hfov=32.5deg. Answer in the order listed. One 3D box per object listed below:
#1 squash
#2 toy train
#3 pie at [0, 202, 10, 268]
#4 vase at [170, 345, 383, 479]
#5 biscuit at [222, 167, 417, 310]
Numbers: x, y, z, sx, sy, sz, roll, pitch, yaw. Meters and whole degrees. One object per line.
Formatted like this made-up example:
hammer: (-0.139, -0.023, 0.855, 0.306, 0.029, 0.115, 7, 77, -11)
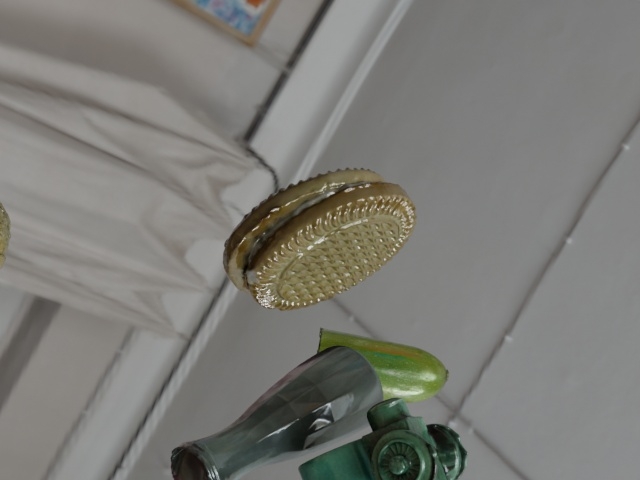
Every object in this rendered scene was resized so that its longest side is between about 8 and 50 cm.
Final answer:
squash: (0.085, 0.179, 1.528, 0.095, 0.188, 0.095, 8, 90, -86)
toy train: (0.072, 0.266, 0.928, 0.159, 0.101, 0.248, -31, -108, 24)
pie: (-0.419, -0.019, 1.180, 0.163, 0.193, 0.079, -41, -161, -15)
vase: (-0.040, 0.172, 1.006, 0.086, 0.214, 0.086, 19, -61, 38)
biscuit: (0.000, 0.000, 1.411, 0.259, 0.259, 0.079, -43, -118, 28)
